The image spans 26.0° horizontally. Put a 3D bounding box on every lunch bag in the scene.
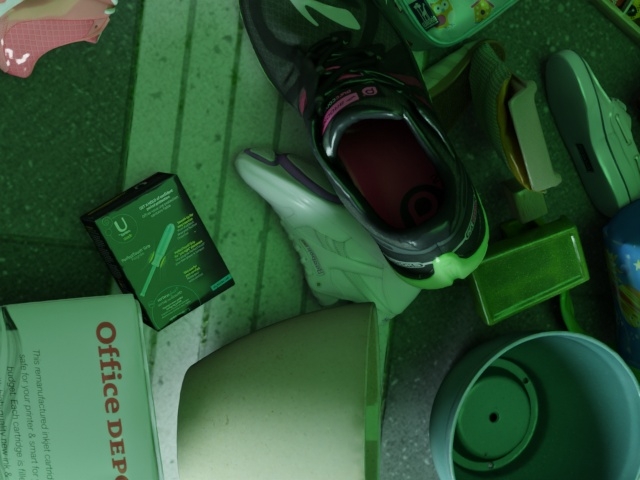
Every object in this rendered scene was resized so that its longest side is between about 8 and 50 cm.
[{"bbox_3d":[0.177,-0.398,1.839,0.279,0.108,0.224,-37,106,-13],"label":"lunch bag"}]

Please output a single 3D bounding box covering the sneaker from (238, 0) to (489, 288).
[{"bbox_3d":[0.055,-0.170,1.695,0.185,0.202,0.482,-34,72,2],"label":"sneaker"}]

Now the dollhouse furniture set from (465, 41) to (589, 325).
[{"bbox_3d":[0.217,-0.078,1.818,0.151,0.197,0.301,-22,115,-4],"label":"dollhouse furniture set"}]

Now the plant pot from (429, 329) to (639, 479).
[{"bbox_3d":[0.267,0.255,1.887,0.293,0.196,0.293,-2,95,-20],"label":"plant pot"}]

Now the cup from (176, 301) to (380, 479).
[{"bbox_3d":[-0.049,0.242,1.733,0.237,0.331,0.331,-1,96,5],"label":"cup"}]

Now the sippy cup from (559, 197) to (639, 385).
[{"bbox_3d":[0.500,0.057,1.920,0.306,0.240,0.224,-27,111,-10],"label":"sippy cup"}]

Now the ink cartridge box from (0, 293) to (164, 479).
[{"bbox_3d":[-0.401,0.230,1.620,0.395,0.166,0.285,-5,80,-20],"label":"ink cartridge box"}]

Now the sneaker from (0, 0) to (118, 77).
[{"bbox_3d":[-0.288,-0.316,1.689,0.314,0.116,0.136,-35,116,-7],"label":"sneaker"}]

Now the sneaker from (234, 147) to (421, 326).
[{"bbox_3d":[0.000,0.000,1.808,0.305,0.114,0.152,37,109,-7],"label":"sneaker"}]

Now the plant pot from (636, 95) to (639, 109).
[{"bbox_3d":[0.611,-0.207,1.950,0.265,0.272,0.272,-40,107,-5],"label":"plant pot"}]

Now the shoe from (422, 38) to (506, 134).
[{"bbox_3d":[0.160,-0.195,1.886,0.219,0.058,0.076,-43,128,-8],"label":"shoe"}]

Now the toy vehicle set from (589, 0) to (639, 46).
[{"bbox_3d":[0.503,-0.417,1.996,0.166,0.035,0.266,35,82,-19],"label":"toy vehicle set"}]

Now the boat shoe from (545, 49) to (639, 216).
[{"bbox_3d":[0.395,-0.161,1.960,0.084,0.095,0.258,-32,115,-19],"label":"boat shoe"}]

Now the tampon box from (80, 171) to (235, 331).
[{"bbox_3d":[-0.205,0.012,1.740,0.120,0.101,0.161,-31,104,-16],"label":"tampon box"}]
